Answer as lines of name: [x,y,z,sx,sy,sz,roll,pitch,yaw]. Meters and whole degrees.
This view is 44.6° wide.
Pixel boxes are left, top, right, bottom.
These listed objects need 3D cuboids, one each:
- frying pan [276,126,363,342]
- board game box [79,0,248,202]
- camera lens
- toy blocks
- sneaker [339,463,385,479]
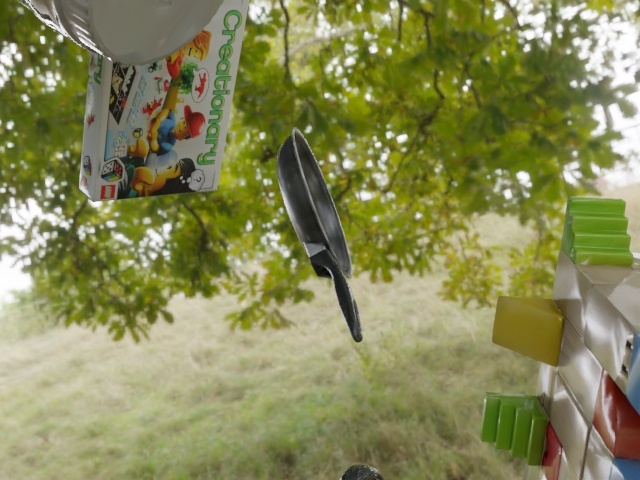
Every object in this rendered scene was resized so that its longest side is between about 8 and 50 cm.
frying pan: [0.008,0.011,0.930,0.053,0.326,0.197,-20,-31,8]
board game box: [-0.205,-0.203,1.020,0.193,0.053,0.305,-10,-56,-39]
camera lens: [-0.238,-0.328,0.763,0.219,0.274,0.219,-45,-18,-19]
toy blocks: [0.246,0.183,0.607,0.190,0.381,0.261,4,17,1]
sneaker: [-0.009,0.378,1.029,0.106,0.162,0.281,-30,-44,-44]
